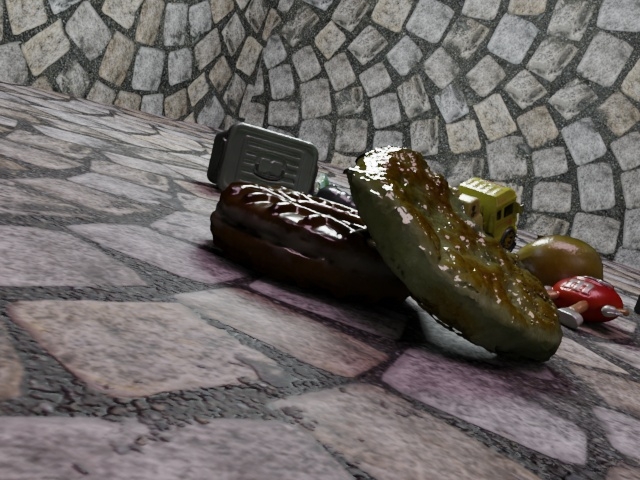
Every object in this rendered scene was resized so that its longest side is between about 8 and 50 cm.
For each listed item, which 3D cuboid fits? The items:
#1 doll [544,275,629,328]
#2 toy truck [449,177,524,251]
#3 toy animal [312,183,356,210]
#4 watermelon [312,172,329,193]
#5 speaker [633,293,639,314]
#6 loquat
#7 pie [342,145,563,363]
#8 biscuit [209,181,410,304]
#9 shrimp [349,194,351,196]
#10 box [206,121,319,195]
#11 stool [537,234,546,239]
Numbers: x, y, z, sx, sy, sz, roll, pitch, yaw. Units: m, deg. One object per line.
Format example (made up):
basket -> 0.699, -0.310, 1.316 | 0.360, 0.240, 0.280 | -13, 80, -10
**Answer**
doll -> 0.496, 0.114, 1.389 | 0.217, 0.085, 0.183 | 1, 16, -33
toy truck -> 0.264, -0.033, 1.389 | 0.272, 0.157, 0.124 | -25, 37, -38
toy animal -> 0.096, -0.055, 1.667 | 0.270, 0.082, 0.137 | 24, 14, 18
watermelon -> -0.033, -0.177, 2.199 | 0.139, 0.071, 0.187 | 12, 10, -4
speaker -> 0.879, 0.169, 1.793 | 0.218, 0.082, 0.044 | 17, 8, -14
loquat -> 0.497, 0.058, 1.540 | 0.195, 0.152, 0.152 | 3, 10, -4
pie -> 0.169, 0.012, 0.964 | 0.371, 0.078, 0.296 | 53, 25, 18
biscuit -> 0.000, 0.000, 1.072 | 0.332, 0.103, 0.332 | 16, 8, -2
shrimp -> 0.139, -0.108, 2.094 | 0.174, 0.076, 0.082 | 17, -13, -2
box -> -0.142, -0.171, 1.695 | 0.243, 0.163, 0.135 | 11, 2, -29
stool -> 0.566, 0.061, 1.740 | 0.125, 0.121, 0.217 | 17, 4, -12
